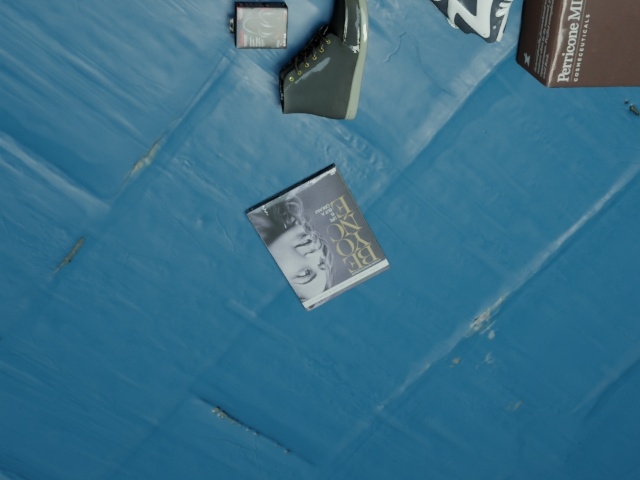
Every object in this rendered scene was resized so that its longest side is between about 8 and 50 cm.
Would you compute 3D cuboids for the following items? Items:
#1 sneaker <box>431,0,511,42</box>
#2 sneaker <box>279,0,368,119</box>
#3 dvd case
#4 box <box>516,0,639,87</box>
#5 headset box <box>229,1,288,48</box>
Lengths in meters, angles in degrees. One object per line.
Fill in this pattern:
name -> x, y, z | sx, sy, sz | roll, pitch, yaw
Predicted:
sneaker -> 0.267, -0.359, 1.284 | 0.235, 0.094, 0.153 | -10, 139, 29
sneaker -> 0.002, -0.278, 1.313 | 0.118, 0.083, 0.222 | -1, 119, -10
dvd case -> 0.000, 0.000, 1.501 | 0.164, 0.018, 0.221 | -28, 120, 4
box -> 0.505, -0.340, 1.350 | 0.381, 0.143, 0.191 | -2, 119, -8
headset box -> -0.090, -0.311, 1.306 | 0.083, 0.032, 0.062 | -2, 119, -12
